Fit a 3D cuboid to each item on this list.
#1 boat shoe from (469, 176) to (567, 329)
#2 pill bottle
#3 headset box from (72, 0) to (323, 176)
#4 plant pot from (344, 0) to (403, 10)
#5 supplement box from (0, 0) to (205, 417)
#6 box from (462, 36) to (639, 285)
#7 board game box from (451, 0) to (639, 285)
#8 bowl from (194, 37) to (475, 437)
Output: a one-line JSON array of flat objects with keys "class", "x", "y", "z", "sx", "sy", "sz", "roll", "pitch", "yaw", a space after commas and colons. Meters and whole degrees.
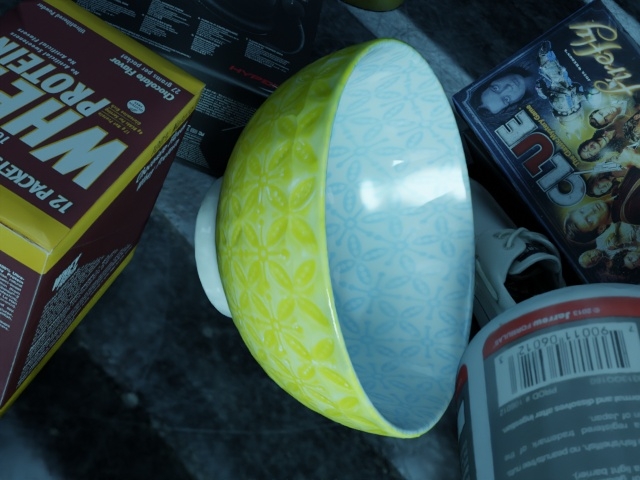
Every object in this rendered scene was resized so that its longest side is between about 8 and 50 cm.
[{"class": "boat shoe", "x": 0.174, "y": 0.033, "z": 0.884, "sx": 0.096, "sy": 0.088, "sz": 0.267, "roll": 4, "pitch": 51, "yaw": -26}, {"class": "pill bottle", "x": 0.200, "y": 0.223, "z": 0.637, "sx": 0.210, "sy": 0.210, "sz": 0.362, "roll": 18, "pitch": 44, "yaw": -14}, {"class": "headset box", "x": -0.116, "y": -0.215, "z": 0.927, "sx": 0.218, "sy": 0.110, "sz": 0.293, "roll": 21, "pitch": 45, "yaw": -12}, {"class": "plant pot", "x": 0.060, "y": -0.349, "z": 1.152, "sx": 0.134, "sy": 0.095, "sz": 0.134, "roll": 15, "pitch": 47, "yaw": -17}, {"class": "supplement box", "x": -0.199, "y": -0.024, "z": 0.654, "sx": 0.129, "sy": 0.194, "sz": 0.191, "roll": 32, "pitch": 44, "yaw": -1}, {"class": "box", "x": 0.291, "y": -0.052, "z": 0.948, "sx": 0.184, "sy": 0.103, "sz": 0.261, "roll": -37, "pitch": 70, "yaw": 1}, {"class": "board game box", "x": 0.254, "y": -0.079, "z": 0.891, "sx": 0.243, "sy": 0.165, "sz": 0.042, "roll": 57, "pitch": 5, "yaw": 20}, {"class": "bowl", "x": 0.000, "y": 0.000, "z": 0.746, "sx": 0.156, "sy": 0.289, "sz": 0.289, "roll": -2, "pitch": 36, "yaw": 27}]
